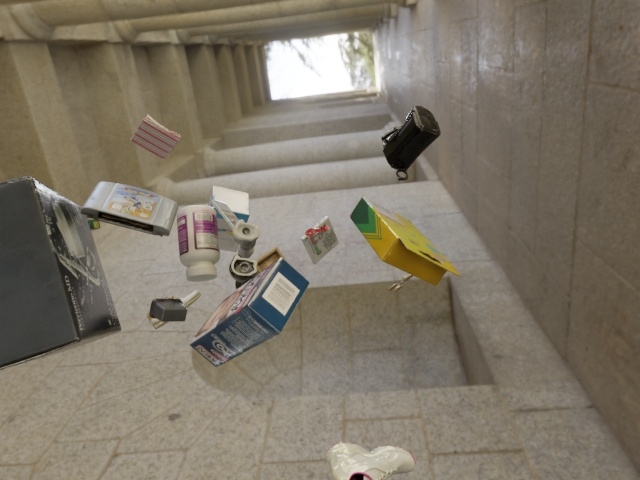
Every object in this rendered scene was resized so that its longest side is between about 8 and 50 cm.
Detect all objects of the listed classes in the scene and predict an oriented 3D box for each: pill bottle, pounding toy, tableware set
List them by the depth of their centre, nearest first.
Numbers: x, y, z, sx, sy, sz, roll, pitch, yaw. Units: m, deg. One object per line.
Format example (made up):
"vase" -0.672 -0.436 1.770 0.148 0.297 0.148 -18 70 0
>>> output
"pounding toy" -0.213 0.158 1.904 0.181 0.206 0.094 57 148 -6
"pill bottle" -0.514 0.015 2.064 0.169 0.169 0.302 68 -167 -73
"tableware set" 0.401 0.212 2.413 0.020 0.141 0.168 52 -163 19

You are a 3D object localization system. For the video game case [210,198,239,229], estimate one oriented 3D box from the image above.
"video game case" -0.373 -0.097 2.003 0.166 0.015 0.119 50 -171 13

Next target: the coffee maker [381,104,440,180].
"coffee maker" 0.299 -0.315 1.572 0.178 0.120 0.171 -48 62 47

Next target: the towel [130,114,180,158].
"towel" -0.622 -0.385 1.836 0.197 0.144 0.029 -25 41 51

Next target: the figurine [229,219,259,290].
"figurine" -0.266 0.065 1.699 0.209 0.092 0.215 111 161 -62

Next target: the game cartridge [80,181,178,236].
"game cartridge" -0.670 -0.118 1.744 0.198 0.297 0.062 -93 23 -49

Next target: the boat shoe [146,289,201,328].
"boat shoe" -0.787 0.347 2.625 0.103 0.302 0.113 52 150 4

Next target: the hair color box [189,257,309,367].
"hair color box" -0.191 0.193 1.261 0.105 0.347 0.174 43 -134 -11

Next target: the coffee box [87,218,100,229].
"coffee box" -0.946 -0.045 1.865 0.113 0.184 0.040 -7 -94 -58

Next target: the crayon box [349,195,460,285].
"crayon box" 0.224 0.008 1.350 0.081 0.202 0.318 -56 28 16

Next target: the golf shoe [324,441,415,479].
"golf shoe" 0.163 0.713 1.507 0.140 0.306 0.115 -107 32 -55

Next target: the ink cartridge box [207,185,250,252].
"ink cartridge box" -0.508 -0.110 2.595 0.198 0.197 0.270 -104 32 -49

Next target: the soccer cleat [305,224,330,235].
"soccer cleat" -0.008 -0.026 1.520 0.035 0.083 0.029 49 -145 -44

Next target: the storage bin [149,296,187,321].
"storage bin" -0.612 0.285 1.991 0.135 0.091 0.098 8 -83 -43

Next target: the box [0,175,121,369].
"box" -0.871 0.114 1.494 0.472 0.297 0.480 143 109 -80

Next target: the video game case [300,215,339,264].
"video game case" 0.000 0.000 1.957 0.019 0.143 0.157 32 156 42
